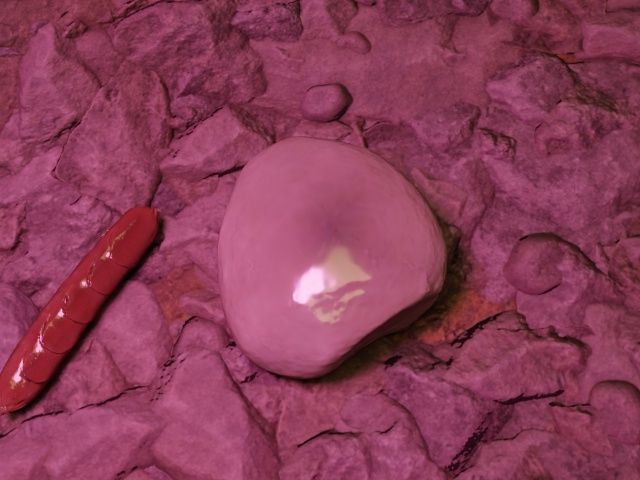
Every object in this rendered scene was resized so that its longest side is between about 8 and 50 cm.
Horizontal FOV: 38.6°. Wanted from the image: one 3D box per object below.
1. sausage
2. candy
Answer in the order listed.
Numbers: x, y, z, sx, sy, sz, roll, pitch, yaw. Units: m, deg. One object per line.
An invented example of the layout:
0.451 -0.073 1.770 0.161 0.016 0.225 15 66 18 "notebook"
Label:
-0.411 0.108 1.544 0.087 0.088 0.433 27 67 16 "sausage"
0.000 0.000 1.521 0.386 0.186 0.427 -21 59 -2 "candy"
